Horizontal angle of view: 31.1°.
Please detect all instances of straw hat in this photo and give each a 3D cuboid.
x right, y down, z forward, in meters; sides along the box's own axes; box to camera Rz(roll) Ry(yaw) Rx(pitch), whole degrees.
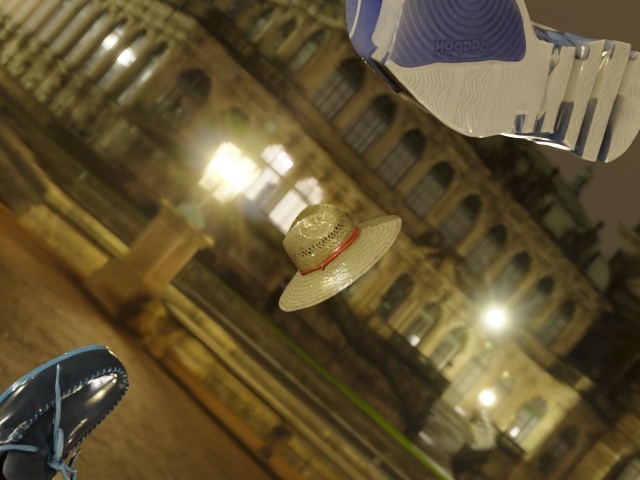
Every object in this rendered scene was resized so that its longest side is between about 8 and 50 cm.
[{"bbox_3d":[0.000,0.000,1.072,0.061,0.144,0.144,52,-6,-15],"label":"straw hat"}]

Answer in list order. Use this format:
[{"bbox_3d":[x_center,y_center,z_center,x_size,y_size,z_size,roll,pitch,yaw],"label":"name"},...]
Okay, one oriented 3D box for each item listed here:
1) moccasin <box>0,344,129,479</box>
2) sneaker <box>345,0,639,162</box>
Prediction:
[{"bbox_3d":[-0.345,0.266,1.307,0.117,0.342,0.138,36,-18,39],"label":"moccasin"},{"bbox_3d":[0.113,-0.148,0.954,0.315,0.128,0.182,15,4,-43],"label":"sneaker"}]
